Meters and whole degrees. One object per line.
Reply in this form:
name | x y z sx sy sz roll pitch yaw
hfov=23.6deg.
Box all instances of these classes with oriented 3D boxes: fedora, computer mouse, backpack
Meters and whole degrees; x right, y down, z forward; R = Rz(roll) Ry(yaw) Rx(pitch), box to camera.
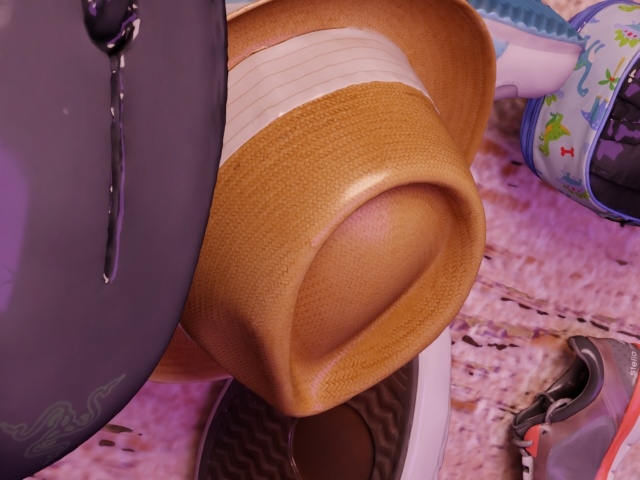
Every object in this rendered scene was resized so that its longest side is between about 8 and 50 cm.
fedora | 0.000 0.000 0.549 0.194 0.079 0.194 -22 142 -18
computer mouse | -0.080 -0.038 0.415 0.188 0.072 0.272 -14 122 -46
backpack | 0.146 -0.061 0.718 0.114 0.084 0.105 10 108 -45

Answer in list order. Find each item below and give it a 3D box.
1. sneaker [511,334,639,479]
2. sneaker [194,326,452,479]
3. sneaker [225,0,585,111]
sneaker | 0.125 0.118 0.832 0.064 0.061 0.158 21 100 -15
sneaker | 0.007 0.139 0.724 0.123 0.106 0.290 -11 124 -54
sneaker | 0.004 -0.071 0.612 0.228 0.087 0.092 -4 126 -31
